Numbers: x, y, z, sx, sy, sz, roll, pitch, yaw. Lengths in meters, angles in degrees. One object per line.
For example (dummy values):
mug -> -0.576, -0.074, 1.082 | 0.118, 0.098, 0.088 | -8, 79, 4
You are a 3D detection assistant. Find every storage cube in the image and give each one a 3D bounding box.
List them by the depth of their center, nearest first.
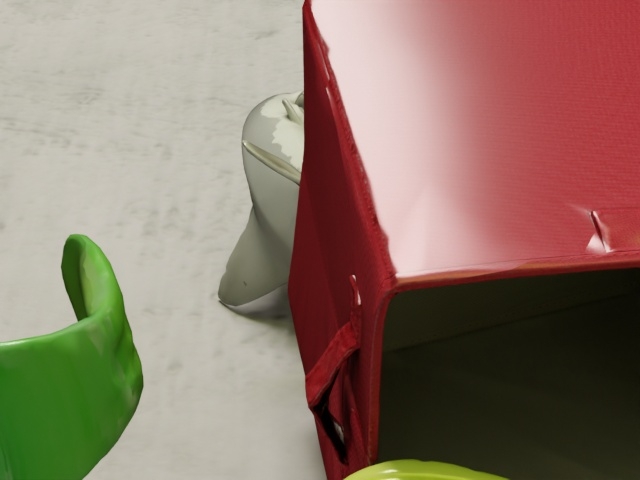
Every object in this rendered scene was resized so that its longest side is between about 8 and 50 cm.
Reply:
storage cube -> 0.091, 0.015, 0.702 | 0.215, 0.184, 0.193 | -4, 41, -8

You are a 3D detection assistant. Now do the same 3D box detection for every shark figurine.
shark figurine -> -0.020, -0.019, 0.952 | 0.166, 0.116, 0.278 | 26, 20, -30

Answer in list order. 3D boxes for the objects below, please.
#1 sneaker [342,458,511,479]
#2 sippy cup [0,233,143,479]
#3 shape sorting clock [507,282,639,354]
sneaker -> 0.125, 0.165, 0.557 | 0.295, 0.109, 0.123 | 10, 49, 17
sippy cup -> -0.237, 0.075, 0.610 | 0.305, 0.240, 0.224 | 19, 7, -18
shape sorting clock -> 0.175, 0.023, 0.870 | 0.206, 0.040, 0.206 | 2, 41, -2
